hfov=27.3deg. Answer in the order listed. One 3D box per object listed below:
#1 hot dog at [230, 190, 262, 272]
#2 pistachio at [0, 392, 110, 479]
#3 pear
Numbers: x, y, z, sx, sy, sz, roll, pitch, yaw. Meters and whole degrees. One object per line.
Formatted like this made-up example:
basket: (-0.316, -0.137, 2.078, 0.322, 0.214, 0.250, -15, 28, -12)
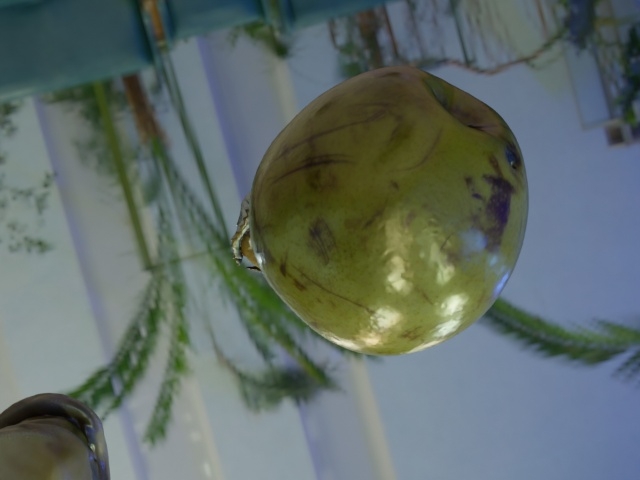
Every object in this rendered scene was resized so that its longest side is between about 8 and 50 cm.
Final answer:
hot dog: (0.000, 0.000, 1.835, 0.270, 0.163, 0.082, 20, -166, -31)
pistachio: (-0.323, 0.294, 1.391, 0.197, 0.288, 0.166, 17, -165, -9)
pear: (0.068, -0.031, 1.262, 0.283, 0.284, 0.283, -15, -176, 1)
